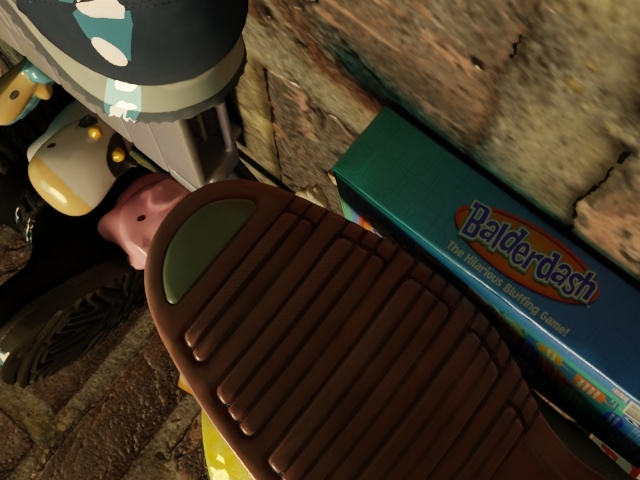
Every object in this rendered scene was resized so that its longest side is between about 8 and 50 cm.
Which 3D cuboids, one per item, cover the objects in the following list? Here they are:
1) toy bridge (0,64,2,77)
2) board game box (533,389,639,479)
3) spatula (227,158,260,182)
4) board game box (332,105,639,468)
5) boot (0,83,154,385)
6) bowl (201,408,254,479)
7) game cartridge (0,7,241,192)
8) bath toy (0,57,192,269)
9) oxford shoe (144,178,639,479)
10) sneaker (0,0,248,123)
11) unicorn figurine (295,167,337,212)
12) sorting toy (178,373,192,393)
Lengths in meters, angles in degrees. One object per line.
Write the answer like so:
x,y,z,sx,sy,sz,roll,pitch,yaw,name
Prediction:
-0.339,-0.210,1.333,0.188,0.026,0.063,-130,34,-58,toy bridge
0.127,0.190,0.945,0.045,0.193,0.147,42,171,-15,board game box
0.000,0.000,1.058,0.296,0.030,0.084,38,170,13,spatula
0.105,0.031,0.724,0.210,0.047,0.160,37,171,13,board game box
-0.293,-0.016,1.380,0.260,0.131,0.348,37,-147,8,boot
-0.016,0.234,1.735,0.156,0.289,0.289,-9,146,23,bowl
-0.158,-0.152,0.886,0.230,0.068,0.355,43,172,7,game cartridge
-0.156,-0.036,1.259,0.129,0.151,0.348,-30,116,33,bath toy
0.062,0.117,0.741,0.397,0.140,0.146,44,179,-10,oxford shoe
-0.157,-0.190,0.622,0.319,0.112,0.131,35,153,16,sneaker
0.024,0.010,0.903,0.111,0.060,0.162,53,-178,0,unicorn figurine
0.018,0.145,1.242,0.307,0.041,0.229,28,132,14,sorting toy
